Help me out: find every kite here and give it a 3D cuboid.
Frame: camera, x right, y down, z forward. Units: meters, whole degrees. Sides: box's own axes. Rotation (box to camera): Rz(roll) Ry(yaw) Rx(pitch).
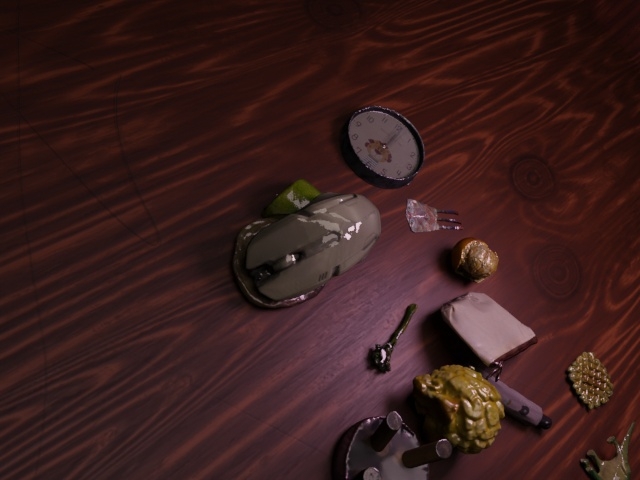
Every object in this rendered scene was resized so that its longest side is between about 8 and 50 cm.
[{"bbox_3d":[0.393,-0.081,2.020,0.229,0.016,0.127,3,68,-24],"label":"kite"}]

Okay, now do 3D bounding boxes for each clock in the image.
[{"bbox_3d":[0.218,-0.324,2.031,0.312,0.061,0.312,10,62,-20],"label":"clock"}]

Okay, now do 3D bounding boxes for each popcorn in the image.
[{"bbox_3d":[0.367,0.460,1.632,0.251,0.206,0.237,16,74,-4],"label":"popcorn"}]

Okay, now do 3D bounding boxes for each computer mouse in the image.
[{"bbox_3d":[-0.001,0.001,1.621,0.429,0.145,0.228,-29,93,-19],"label":"computer mouse"}]

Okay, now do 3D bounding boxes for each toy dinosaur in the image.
[{"bbox_3d":[0.925,0.780,1.797,0.447,0.087,0.301,-32,81,-27],"label":"toy dinosaur"}]

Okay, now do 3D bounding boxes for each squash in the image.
[{"bbox_3d":[-0.001,-0.051,1.763,0.288,0.111,0.203,47,57,1],"label":"squash"}]

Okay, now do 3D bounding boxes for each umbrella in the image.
[{"bbox_3d":[0.561,0.478,1.788,0.337,0.067,0.073,33,68,-8],"label":"umbrella"}]

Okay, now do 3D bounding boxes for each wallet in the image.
[{"bbox_3d":[0.508,0.271,1.802,0.335,0.068,0.275,-13,52,-47],"label":"wallet"}]

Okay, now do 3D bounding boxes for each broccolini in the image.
[{"bbox_3d":[0.221,0.282,1.753,0.057,0.071,0.254,10,42,28],"label":"broccolini"}]

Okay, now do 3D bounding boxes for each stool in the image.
[{"bbox_3d":[0.185,0.575,1.493,0.272,0.178,0.272,10,62,-19],"label":"stool"}]

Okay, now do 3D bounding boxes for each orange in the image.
[{"bbox_3d":[0.500,0.065,1.922,0.156,0.156,0.134,32,98,-7],"label":"orange"}]

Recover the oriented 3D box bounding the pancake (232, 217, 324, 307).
[{"bbox_3d":[-0.114,0.062,1.688,0.294,0.049,0.294,9,64,-18],"label":"pancake"}]

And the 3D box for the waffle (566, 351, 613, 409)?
[{"bbox_3d":[0.905,0.468,1.973,0.183,0.036,0.169,-26,80,-32],"label":"waffle"}]
